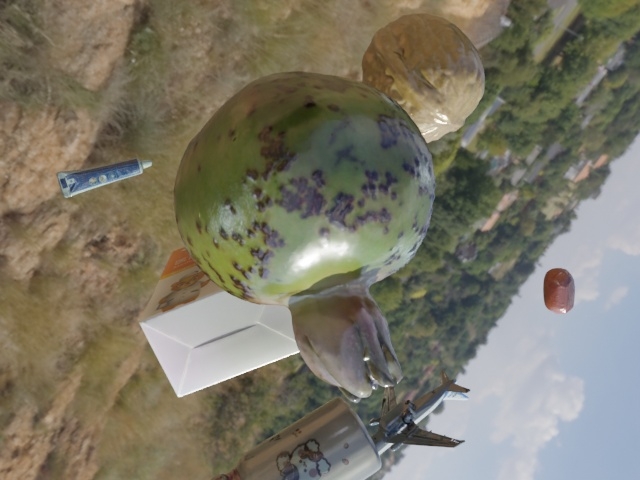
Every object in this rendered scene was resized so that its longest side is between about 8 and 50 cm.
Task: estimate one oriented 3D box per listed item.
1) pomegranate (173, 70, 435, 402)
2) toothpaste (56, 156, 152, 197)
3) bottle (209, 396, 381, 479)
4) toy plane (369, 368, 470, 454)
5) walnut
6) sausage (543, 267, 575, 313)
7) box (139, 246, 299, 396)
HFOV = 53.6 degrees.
[{"bbox_3d":[0.000,0.000,0.666,0.285,0.340,0.285,-14,168,-3],"label":"pomegranate"},{"bbox_3d":[-0.460,-0.144,1.364,0.197,0.057,0.035,-18,-173,-19],"label":"toothpaste"},{"bbox_3d":[-0.045,0.304,0.810,0.233,0.110,0.110,-28,158,-13],"label":"bottle"},{"bbox_3d":[0.130,0.280,0.979,0.226,0.058,0.226,-28,-159,-13],"label":"toy plane"},{"bbox_3d":[0.190,-0.303,1.189,0.225,0.260,0.225,-15,146,-10],"label":"walnut"},{"bbox_3d":[0.483,0.101,1.274,0.059,0.054,0.094,-9,101,-32],"label":"sausage"},{"bbox_3d":[-0.151,0.089,1.085,0.225,0.143,0.341,-21,-163,3],"label":"box"}]
